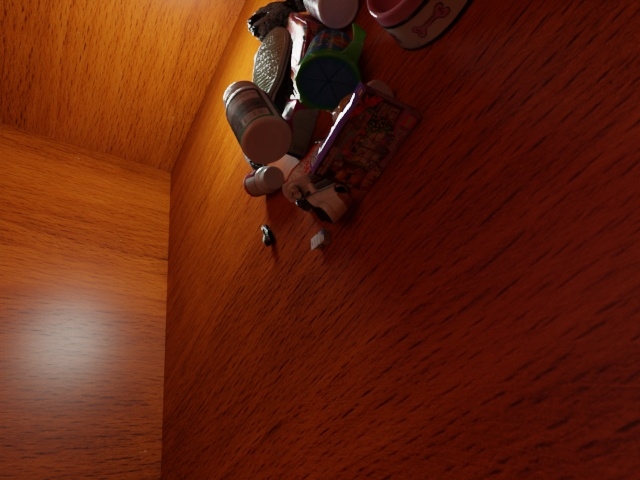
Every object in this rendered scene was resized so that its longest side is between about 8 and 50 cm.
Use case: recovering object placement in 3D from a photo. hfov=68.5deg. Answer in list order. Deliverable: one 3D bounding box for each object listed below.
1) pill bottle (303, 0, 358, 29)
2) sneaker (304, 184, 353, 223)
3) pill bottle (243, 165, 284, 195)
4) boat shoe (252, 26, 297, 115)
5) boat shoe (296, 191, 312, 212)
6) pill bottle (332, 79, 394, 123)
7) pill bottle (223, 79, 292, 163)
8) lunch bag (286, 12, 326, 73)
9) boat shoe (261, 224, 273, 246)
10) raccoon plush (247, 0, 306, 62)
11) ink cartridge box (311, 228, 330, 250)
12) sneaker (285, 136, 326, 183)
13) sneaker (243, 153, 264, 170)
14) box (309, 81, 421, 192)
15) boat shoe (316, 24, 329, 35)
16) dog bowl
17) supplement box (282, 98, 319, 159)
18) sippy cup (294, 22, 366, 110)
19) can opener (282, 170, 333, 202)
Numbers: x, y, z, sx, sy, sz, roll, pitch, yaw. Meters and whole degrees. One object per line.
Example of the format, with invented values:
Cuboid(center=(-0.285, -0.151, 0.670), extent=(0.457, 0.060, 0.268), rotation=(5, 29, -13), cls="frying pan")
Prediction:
Cuboid(center=(0.026, -0.965, 1.881), extent=(0.169, 0.169, 0.301), rotation=(-61, 32, 25), cls="pill bottle")
Cuboid(center=(0.034, -0.131, 1.599), extent=(0.123, 0.106, 0.290), rotation=(-40, 22, -7), cls="sneaker")
Cuboid(center=(-0.253, -0.265, 2.099), extent=(0.221, 0.121, 0.121), rotation=(-4, 74, 60), cls="pill bottle")
Cuboid(center=(-0.191, -0.677, 2.044), extent=(0.187, 0.156, 0.500), rotation=(49, 141, 29), cls="boat shoe")
Cuboid(center=(-0.074, -0.191, 1.811), extent=(0.075, 0.065, 0.206), rotation=(-55, 35, 32), cls="boat shoe")
Cuboid(center=(0.129, -0.424, 1.511), extent=(0.208, 0.117, 0.118), rotation=(-8, 70, 58), cls="pill bottle")
Cuboid(center=(-0.261, -0.482, 1.874), extent=(0.204, 0.204, 0.361), rotation=(-58, 41, 29), cls="pill bottle")
Cuboid(center=(-0.070, -0.820, 2.018), extent=(0.293, 0.120, 0.258), rotation=(-119, 32, -50), cls="lunch bag")
Cuboid(center=(-0.226, -0.026, 2.028), extent=(0.042, 0.049, 0.133), rotation=(-32, 37, 14), cls="boat shoe")
Cuboid(center=(-0.132, -0.959, 2.224), extent=(0.446, 0.299, 0.216), rotation=(-8, 49, 25), cls="raccoon plush")
Cuboid(center=(0.000, 0.000, 1.634), extent=(0.083, 0.028, 0.048), rotation=(-40, 45, 46), cls="ink cartridge box")
Cuboid(center=(-0.021, -0.243, 1.672), extent=(0.270, 0.090, 0.145), rotation=(-54, 33, 2), cls="sneaker")
Cuboid(center=(-0.331, -0.404, 2.355), extent=(0.237, 0.085, 0.086), rotation=(-118, 23, -46), cls="sneaker")
Cuboid(center=(0.126, -0.289, 1.371), extent=(0.293, 0.201, 0.057), rotation=(-55, 34, 33), cls="box")
Cuboid(center=(0.023, -0.755, 1.852), extent=(0.060, 0.064, 0.178), rotation=(157, 94, -79), cls="boat shoe")
Cuboid(center=(0.291, -0.781, 1.360), extent=(0.408, 0.150, 0.408), rotation=(-34, 49, 50), cls="dog bowl")
Cuboid(center=(-0.102, -0.459, 1.934), extent=(0.114, 0.111, 0.220), rotation=(31, 103, 59), cls="supplement box")
Cuboid(center=(0.036, -0.626, 1.681), extent=(0.305, 0.240, 0.224), rotation=(-9, 51, 18), cls="sippy cup")
Cuboid(center=(-0.005, -0.214, 1.590), extent=(0.280, 0.074, 0.093), rotation=(-24, 17, 22), cls="can opener")
